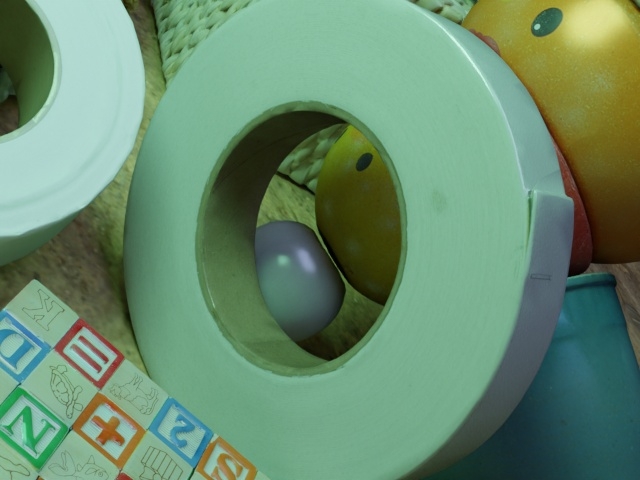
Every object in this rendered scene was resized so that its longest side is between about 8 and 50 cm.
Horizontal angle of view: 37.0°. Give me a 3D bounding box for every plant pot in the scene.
[{"bbox_3d":[0.191,0.197,0.906,0.272,0.272,0.255,2,66,-52],"label":"plant pot"}]

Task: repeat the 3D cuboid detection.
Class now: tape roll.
[{"bbox_3d":[0.000,0.000,0.738,0.072,0.392,0.392,5,48,-52],"label":"tape roll"},{"bbox_3d":[-0.278,-0.119,0.700,0.286,0.100,0.286,12,67,-31],"label":"tape roll"}]

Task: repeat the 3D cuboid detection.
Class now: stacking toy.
[{"bbox_3d":[0.119,-0.042,0.914,0.350,0.480,0.350,58,-5,9],"label":"stacking toy"}]

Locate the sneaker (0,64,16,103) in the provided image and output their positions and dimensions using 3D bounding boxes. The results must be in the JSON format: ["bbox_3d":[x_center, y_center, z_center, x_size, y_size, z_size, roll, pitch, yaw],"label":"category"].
[{"bbox_3d":[-0.293,-0.188,0.894,0.118,0.110,0.292,41,27,9],"label":"sneaker"}]

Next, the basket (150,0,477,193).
[{"bbox_3d":[0.008,-0.265,1.172,0.328,0.331,0.266,27,38,-34],"label":"basket"}]

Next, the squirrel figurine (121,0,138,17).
[{"bbox_3d":[-0.303,-0.397,0.953,0.397,0.281,0.370,30,29,-35],"label":"squirrel figurine"}]

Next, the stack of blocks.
[{"bbox_3d":[-0.136,0.186,0.629,0.297,0.087,0.171,42,28,-9],"label":"stack of blocks"}]
